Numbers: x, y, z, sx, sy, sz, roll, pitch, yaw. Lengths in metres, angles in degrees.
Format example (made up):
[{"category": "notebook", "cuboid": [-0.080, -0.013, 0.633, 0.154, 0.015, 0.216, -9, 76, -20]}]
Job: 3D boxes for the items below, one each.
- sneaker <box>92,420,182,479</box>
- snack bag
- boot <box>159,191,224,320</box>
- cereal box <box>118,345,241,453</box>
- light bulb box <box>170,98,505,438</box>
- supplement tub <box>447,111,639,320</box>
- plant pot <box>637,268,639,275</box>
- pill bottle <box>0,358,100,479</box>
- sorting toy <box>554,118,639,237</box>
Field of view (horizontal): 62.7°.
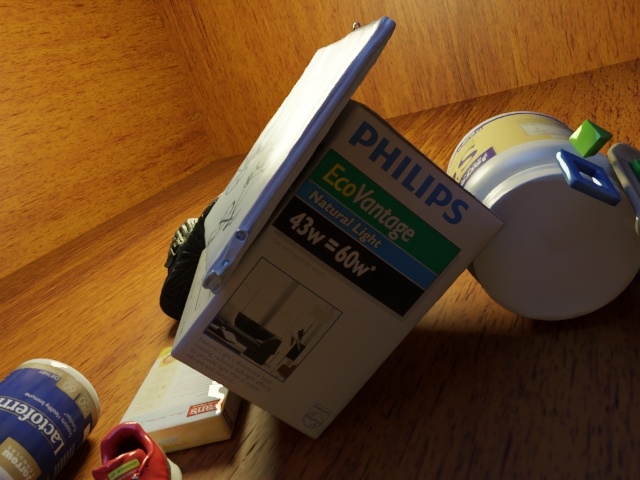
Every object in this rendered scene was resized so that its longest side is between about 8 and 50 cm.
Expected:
[{"category": "sneaker", "cuboid": [-0.201, 0.290, 0.557, 0.107, 0.118, 0.279, -27, 21, -19]}, {"category": "snack bag", "cuboid": [-0.042, -0.116, 0.637, 0.323, 0.037, 0.342, -55, 17, 4]}, {"category": "boot", "cuboid": [-0.248, -0.005, 1.200, 0.348, 0.131, 0.260, -49, 19, 9]}, {"category": "cereal box", "cuboid": [-0.202, 0.230, 0.824, 0.173, 0.047, 0.240, -16, 20, 9]}, {"category": "light bulb box", "cuboid": [0.000, 0.000, 0.754, 0.361, 0.225, 0.358, -51, 17, 11]}, {"category": "supplement tub", "cuboid": [0.320, -0.052, 0.798, 0.241, 0.241, 0.331, -14, 20, 16]}, {"category": "plant pot", "cuboid": [0.479, 0.000, 0.761, 0.081, 0.081, 0.083, -18, 8, 4]}, {"category": "pill bottle", "cuboid": [-0.435, 0.296, 0.710, 0.153, 0.153, 0.264, -13, 21, 16]}, {"category": "sorting toy", "cuboid": [0.425, -0.032, 0.588, 0.047, 0.348, 0.196, -59, 3, 39]}]
